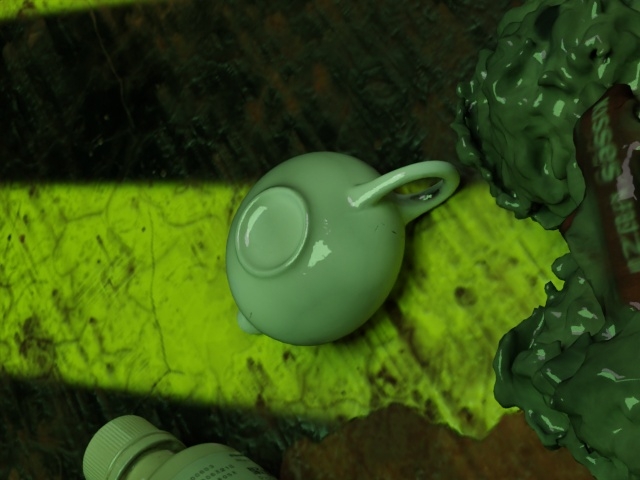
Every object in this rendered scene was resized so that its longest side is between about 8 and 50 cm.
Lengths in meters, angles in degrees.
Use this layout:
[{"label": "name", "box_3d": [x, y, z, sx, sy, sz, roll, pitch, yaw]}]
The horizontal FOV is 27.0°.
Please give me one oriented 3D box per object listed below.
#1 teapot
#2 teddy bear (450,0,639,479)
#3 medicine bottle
[{"label": "teapot", "box_3d": [0.000, 0.000, 0.971, 0.226, 0.092, 0.145, -29, 62, 27]}, {"label": "teddy bear", "box_3d": [0.188, -0.055, 0.753, 0.367, 0.224, 0.357, 31, 91, 47]}, {"label": "medicine bottle", "box_3d": [-0.076, 0.209, 0.956, 0.252, 0.114, 0.114, 28, 96, 41]}]
